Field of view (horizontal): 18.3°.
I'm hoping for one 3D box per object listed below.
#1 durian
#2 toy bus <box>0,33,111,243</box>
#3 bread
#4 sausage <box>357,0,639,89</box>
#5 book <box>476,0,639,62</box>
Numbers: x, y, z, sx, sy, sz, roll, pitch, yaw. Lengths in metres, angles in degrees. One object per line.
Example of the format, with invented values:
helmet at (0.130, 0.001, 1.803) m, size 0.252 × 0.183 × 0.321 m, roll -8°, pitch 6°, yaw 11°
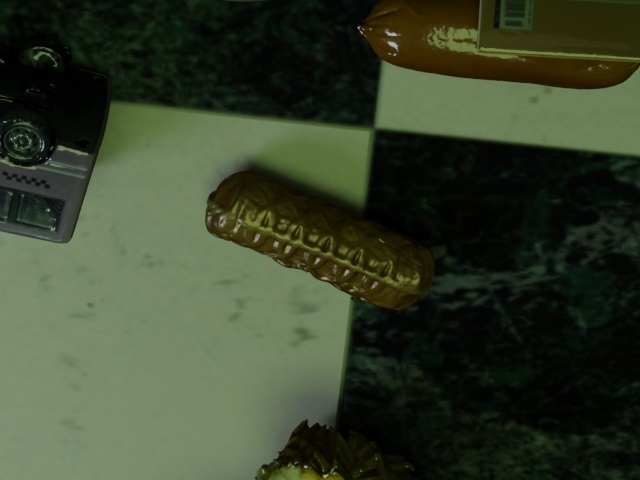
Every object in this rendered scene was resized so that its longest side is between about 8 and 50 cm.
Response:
durian at (0.003, 0.193, 1.410) m, size 0.140 × 0.078 × 0.224 m, roll 10°, pitch 143°, yaw -14°
toy bus at (-0.235, -0.071, 1.229) m, size 0.199 × 0.096 × 0.108 m, roll 12°, pitch 129°, yaw -8°
bread at (0.000, 0.000, 1.289) m, size 0.157 × 0.044 × 0.052 m, roll 22°, pitch 129°, yaw -10°
sausage at (0.114, -0.125, 1.190) m, size 0.183 × 0.054 × 0.062 m, roll 8°, pitch 91°, yaw 1°
book at (0.179, -0.161, 1.151) m, size 0.172 × 0.012 × 0.118 m, roll 4°, pitch 95°, yaw 2°
